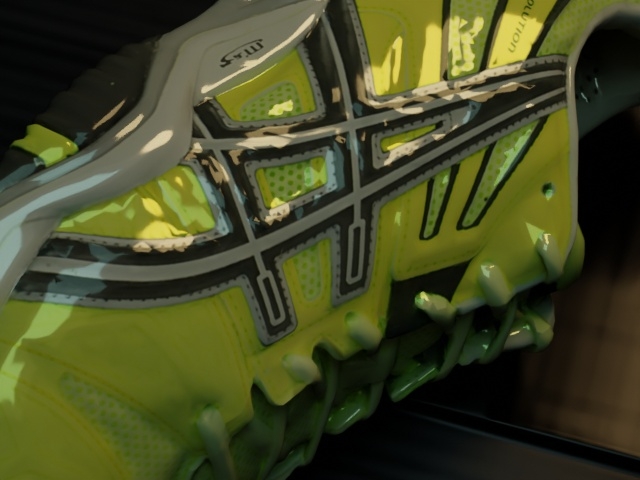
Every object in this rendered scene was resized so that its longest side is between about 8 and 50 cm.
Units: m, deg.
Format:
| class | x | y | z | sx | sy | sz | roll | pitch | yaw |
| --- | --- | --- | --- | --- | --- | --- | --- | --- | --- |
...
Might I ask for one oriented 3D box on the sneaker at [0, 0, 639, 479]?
| class | x | y | z | sx | sy | sz | roll | pitch | yaw |
| --- | --- | --- | --- | --- | --- | --- | --- | --- | --- |
| sneaker | 0.000 | 0.000 | 0.626 | 0.147 | 0.145 | 0.385 | 30 | 66 | 16 |
